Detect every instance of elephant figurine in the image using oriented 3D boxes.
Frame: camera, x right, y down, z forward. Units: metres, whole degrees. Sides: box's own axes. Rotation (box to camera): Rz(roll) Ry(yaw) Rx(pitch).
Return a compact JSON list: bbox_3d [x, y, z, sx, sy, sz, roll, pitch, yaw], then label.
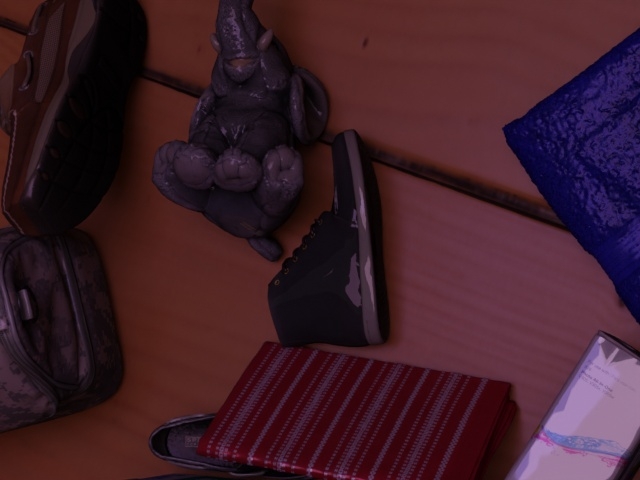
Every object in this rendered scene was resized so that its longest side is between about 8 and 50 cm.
[{"bbox_3d":[-0.066,-0.138,1.926,0.169,0.186,0.239,20,60,-16],"label":"elephant figurine"}]

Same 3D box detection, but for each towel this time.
[{"bbox_3d":[0.348,-0.054,1.831,0.228,0.076,0.308,-38,76,9],"label":"towel"},{"bbox_3d":[0.040,0.180,1.849,0.275,0.199,0.031,9,121,16],"label":"towel"}]

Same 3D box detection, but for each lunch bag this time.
[{"bbox_3d":[-0.390,0.103,1.932,0.305,0.256,0.212,-15,80,15],"label":"lunch bag"}]

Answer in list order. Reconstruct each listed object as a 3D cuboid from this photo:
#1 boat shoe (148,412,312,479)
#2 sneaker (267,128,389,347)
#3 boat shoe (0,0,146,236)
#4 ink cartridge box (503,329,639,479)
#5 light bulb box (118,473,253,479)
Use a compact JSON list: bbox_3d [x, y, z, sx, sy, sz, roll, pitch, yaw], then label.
[{"bbox_3d":[-0.067,0.209,1.926,0.219,0.070,0.078,-5,83,15],"label":"boat shoe"},{"bbox_3d":[0.000,0.000,1.920,0.118,0.083,0.222,-5,84,13],"label":"sneaker"},{"bbox_3d":[-0.274,-0.137,1.954,0.120,0.122,0.324,-6,47,23],"label":"boat shoe"},{"bbox_3d":[0.253,0.199,1.791,0.093,0.154,0.212,31,93,17],"label":"ink cartridge box"},{"bbox_3d":[-0.037,0.417,1.816,0.361,0.225,0.358,4,86,17],"label":"light bulb box"}]
